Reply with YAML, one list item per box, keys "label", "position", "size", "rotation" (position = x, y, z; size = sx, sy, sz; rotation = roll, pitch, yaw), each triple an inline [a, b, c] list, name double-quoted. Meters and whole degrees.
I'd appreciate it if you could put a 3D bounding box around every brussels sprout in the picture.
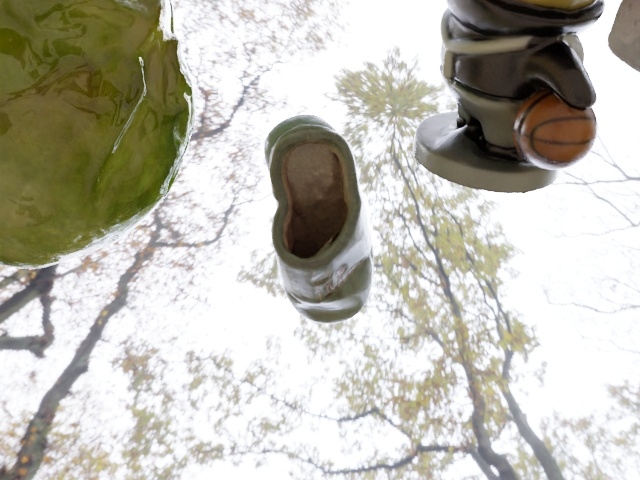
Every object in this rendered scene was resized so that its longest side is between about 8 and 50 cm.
- label: "brussels sprout"
  position: [-0.185, -0.085, 0.465]
  size: [0.223, 0.161, 0.223]
  rotation: [-1, -69, -2]

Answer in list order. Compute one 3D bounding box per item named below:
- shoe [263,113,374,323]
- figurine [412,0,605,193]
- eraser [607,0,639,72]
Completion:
- label: "shoe"
  position: [0.000, 0.000, 0.739]
  size: [0.103, 0.100, 0.250]
  rotation: [-10, -58, 4]
- label: "figurine"
  position: [0.143, -0.156, 0.510]
  size: [0.133, 0.176, 0.236]
  rotation: [-9, -56, -21]
- label: "eraser"
  position: [0.417, -0.184, 0.714]
  size: [0.174, 0.270, 0.094]
  rotation: [28, -67, 36]
